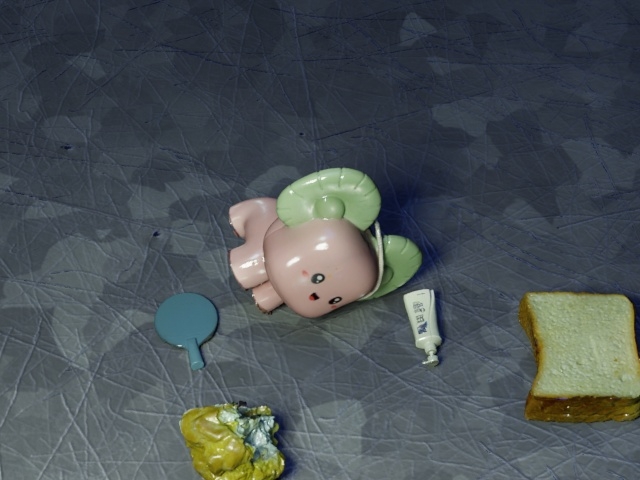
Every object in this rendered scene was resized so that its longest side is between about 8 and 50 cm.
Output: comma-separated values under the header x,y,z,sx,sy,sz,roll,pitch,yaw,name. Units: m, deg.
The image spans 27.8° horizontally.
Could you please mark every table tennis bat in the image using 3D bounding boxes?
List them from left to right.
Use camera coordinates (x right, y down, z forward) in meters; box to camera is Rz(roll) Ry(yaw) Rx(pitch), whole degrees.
x,y,z,sx,sy,sz,roll,pitch,yaw,name
-0.207,0.140,2.028,0.100,0.019,0.155,-12,46,-10,table tennis bat

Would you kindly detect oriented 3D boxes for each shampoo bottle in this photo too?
x,y,z,sx,sy,sz,roll,pitch,yaw,name
0.165,0.137,2.012,0.049,0.034,0.141,-2,48,-9,shampoo bottle

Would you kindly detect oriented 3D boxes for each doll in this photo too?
x,y,z,sx,sy,sz,roll,pitch,yaw,name
0.000,0.000,2.002,0.268,0.284,0.216,-21,44,16,doll

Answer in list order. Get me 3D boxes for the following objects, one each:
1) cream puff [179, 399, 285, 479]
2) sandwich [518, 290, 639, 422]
x,y,z,sx,sy,sz,roll,pitch,yaw,name
-0.126,0.292,1.808,0.121,0.156,0.156,-27,44,18,cream puff
0.393,0.173,1.952,0.186,0.065,0.215,0,46,0,sandwich
